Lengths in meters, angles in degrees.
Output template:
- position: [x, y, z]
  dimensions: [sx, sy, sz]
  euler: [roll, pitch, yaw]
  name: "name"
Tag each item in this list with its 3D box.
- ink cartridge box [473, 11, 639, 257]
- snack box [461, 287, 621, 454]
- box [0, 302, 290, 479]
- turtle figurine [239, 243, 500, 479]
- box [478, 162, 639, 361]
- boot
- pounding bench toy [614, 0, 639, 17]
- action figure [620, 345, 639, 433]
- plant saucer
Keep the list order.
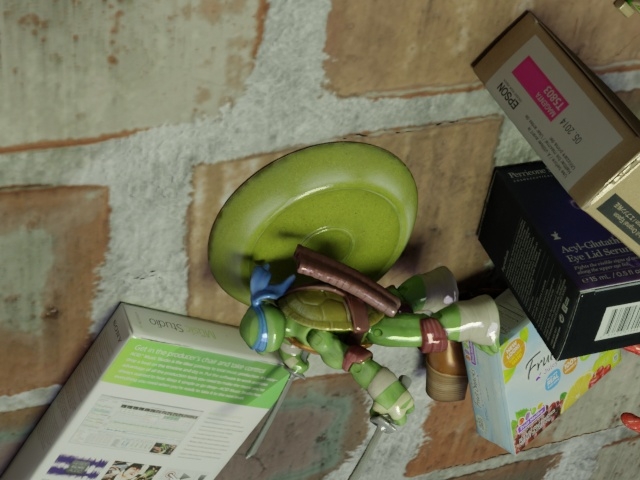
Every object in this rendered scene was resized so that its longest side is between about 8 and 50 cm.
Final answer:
- position: [0.278, -0.093, 1.306]
  dimensions: [0.088, 0.234, 0.193]
  euler: [-44, 135, 16]
  name: "ink cartridge box"
- position: [0.266, 0.124, 1.566]
  dimensions: [0.207, 0.070, 0.174]
  euler: [-35, 130, -29]
  name: "snack box"
- position: [-0.201, 0.217, 1.509]
  dimensions: [0.232, 0.058, 0.322]
  euler: [16, 124, -38]
  name: "box"
- position: [0.045, 0.136, 1.399]
  dimensions: [0.266, 0.274, 0.198]
  euler: [-12, 171, -23]
  name: "turtle figurine"
- position: [0.288, 0.014, 1.439]
  dimensions: [0.153, 0.207, 0.108]
  euler: [-10, 135, -20]
  name: "box"
- position: [0.224, 0.120, 1.619]
  dimensions: [0.197, 0.073, 0.152]
  euler: [-12, 130, -25]
  name: "boot"
- position: [0.344, -0.253, 1.322]
  dimensions: [0.052, 0.083, 0.065]
  euler: [33, 80, -47]
  name: "pounding bench toy"
- position: [0.381, 0.129, 1.578]
  dimensions: [0.091, 0.139, 0.280]
  euler: [-50, 161, -21]
  name: "action figure"
- position: [0.000, 0.000, 1.406]
  dimensions: [0.241, 0.037, 0.241]
  euler: [-14, 136, -14]
  name: "plant saucer"
